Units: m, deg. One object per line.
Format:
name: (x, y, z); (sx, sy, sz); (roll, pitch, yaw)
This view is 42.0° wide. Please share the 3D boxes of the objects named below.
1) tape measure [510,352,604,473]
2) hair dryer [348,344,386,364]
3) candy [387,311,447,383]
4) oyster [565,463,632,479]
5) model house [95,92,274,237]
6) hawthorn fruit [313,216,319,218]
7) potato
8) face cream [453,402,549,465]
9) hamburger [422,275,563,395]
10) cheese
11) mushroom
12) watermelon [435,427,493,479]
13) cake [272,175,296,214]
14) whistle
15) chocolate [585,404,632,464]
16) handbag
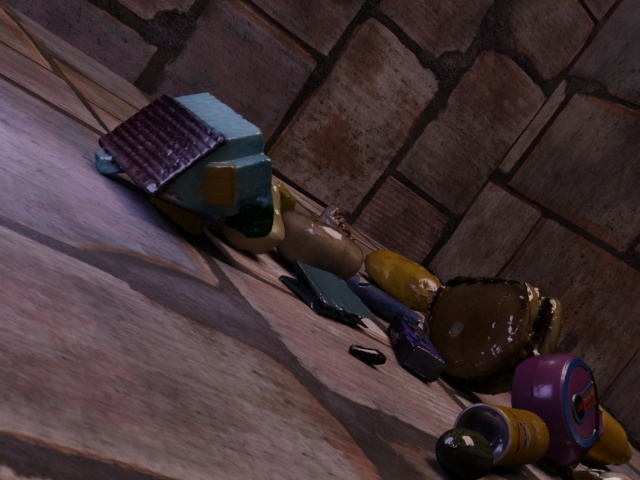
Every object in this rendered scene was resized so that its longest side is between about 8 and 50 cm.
tape measure: (0.508, 0.366, 1.797); (0.149, 0.245, 0.231); (-11, 2, 39)
hair dryer: (0.076, 0.208, 1.568); (0.079, 0.031, 0.083); (23, -3, -26)
candy: (0.211, 0.238, 1.884); (0.088, 0.061, 0.312); (34, 5, -6)
oyster: (0.632, 0.543, 1.821); (0.223, 0.083, 0.214); (20, -7, 15)
model house: (-0.258, -0.116, 1.519); (0.248, 0.230, 0.280); (-17, 34, -27)
hawthorn fruit: (-0.006, -0.003, 2.292); (0.128, 0.128, 0.128); (36, 6, -4)
potato: (0.272, 0.132, 2.666); (0.300, 0.140, 0.173); (33, 10, 35)
face cream: (0.344, 0.357, 1.514); (0.105, 0.105, 0.348); (40, 6, 30)
hamburger: (0.399, 0.223, 2.000); (0.318, 0.277, 0.195); (5, -20, 47)
cheese: (-0.154, -0.075, 1.792); (0.159, 0.093, 0.263); (31, 27, -24)
mushroom: (0.000, 0.000, 1.944); (0.226, 0.178, 0.226); (29, 5, -3)
watermelon: (0.211, 0.315, 1.228); (0.110, 0.078, 0.078); (27, 11, -48)
cake: (-0.188, -0.128, 2.073); (0.260, 0.156, 0.179); (35, 12, -23)
whistle: (0.141, 0.153, 2.155); (0.304, 0.062, 0.062); (33, 7, -26)
chocolate: (0.741, 0.539, 2.262); (0.162, 0.162, 0.445); (41, 3, 40)
handbag: (0.020, 0.119, 1.771); (0.144, 0.057, 0.221); (45, 10, 33)
